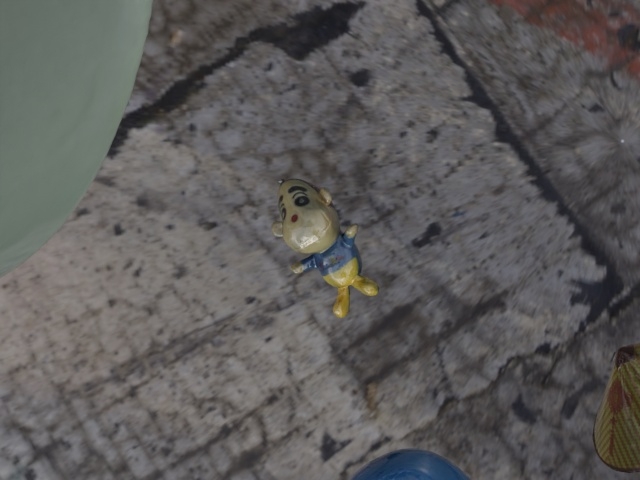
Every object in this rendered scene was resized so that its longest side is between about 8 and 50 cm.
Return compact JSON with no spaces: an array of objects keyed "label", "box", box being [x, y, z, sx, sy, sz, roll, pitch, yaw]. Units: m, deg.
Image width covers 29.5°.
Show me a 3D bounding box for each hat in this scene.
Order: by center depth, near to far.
[{"label":"hat","box":[0.335,0.138,1.255,0.193,0.193,0.082,-42,106,13]}]

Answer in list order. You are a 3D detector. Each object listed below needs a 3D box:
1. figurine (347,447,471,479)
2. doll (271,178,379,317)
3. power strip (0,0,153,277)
[{"label":"figurine","box":[0.180,0.367,1.078,0.298,0.243,0.416,-38,107,10]},{"label":"doll","box":[0.000,0.000,1.442,0.102,0.089,0.179,-36,78,20]},{"label":"power strip","box":[-0.224,-0.117,0.368,0.357,0.161,0.357,12,115,27]}]
